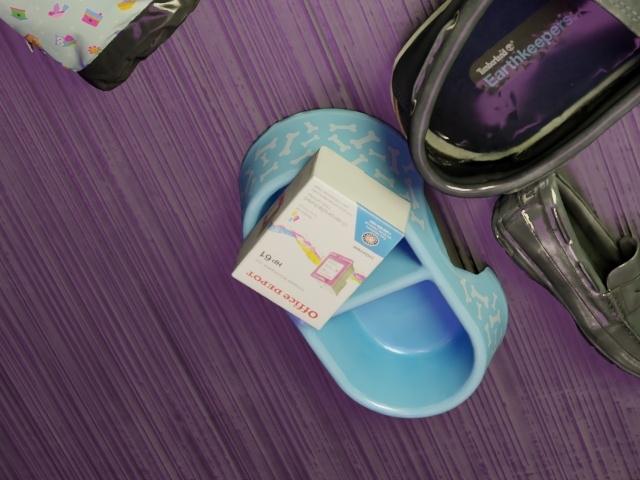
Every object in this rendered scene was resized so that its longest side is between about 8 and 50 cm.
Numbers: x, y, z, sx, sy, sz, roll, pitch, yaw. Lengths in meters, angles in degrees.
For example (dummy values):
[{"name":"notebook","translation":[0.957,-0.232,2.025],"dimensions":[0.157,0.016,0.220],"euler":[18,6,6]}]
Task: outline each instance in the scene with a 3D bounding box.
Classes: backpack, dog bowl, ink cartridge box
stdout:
[{"name":"backpack","translation":[-0.188,-0.212,1.296],"dimensions":[0.182,0.115,0.152],"euler":[41,123,-14]},{"name":"dog bowl","translation":[0.042,0.030,1.443],"dimensions":[0.166,0.074,0.297],"euler":[-23,116,23]},{"name":"ink cartridge box","translation":[0.000,0.000,1.353],"dimensions":[0.088,0.052,0.122],"euler":[33,124,-12]}]

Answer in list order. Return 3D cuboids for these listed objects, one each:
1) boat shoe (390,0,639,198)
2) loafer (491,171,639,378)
[{"name":"boat shoe","translation":[0.233,-0.204,1.206],"dimensions":[0.187,0.156,0.500],"euler":[39,120,-14]},{"name":"loafer","translation":[0.235,0.033,1.409],"dimensions":[0.223,0.076,0.078],"euler":[45,127,-15]}]
